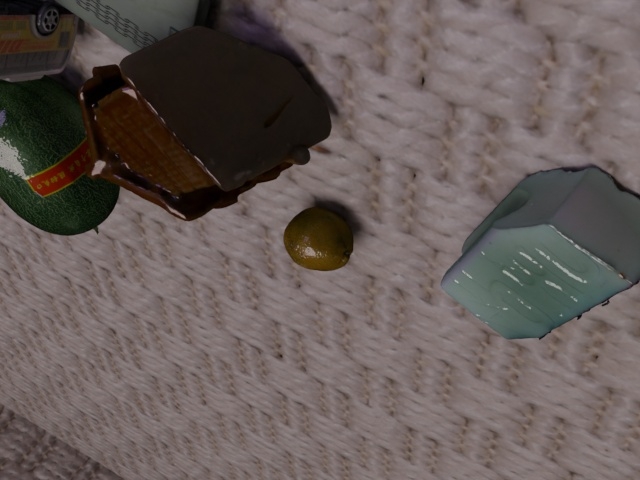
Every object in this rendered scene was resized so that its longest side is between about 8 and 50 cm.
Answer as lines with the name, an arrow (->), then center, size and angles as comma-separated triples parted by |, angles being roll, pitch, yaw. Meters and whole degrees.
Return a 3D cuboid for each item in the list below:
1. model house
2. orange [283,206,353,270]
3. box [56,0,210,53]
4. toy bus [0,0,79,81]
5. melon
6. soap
model house -> -0.149, -0.136, 1.090 | 0.229, 0.199, 0.220 | -10, 114, 53
orange -> 0.000, 0.000, 1.220 | 0.095, 0.085, 0.085 | 19, 145, 34
box -> -0.249, -0.317, 1.089 | 0.270, 0.045, 0.211 | 34, 149, 4
toy bus -> -0.404, -0.245, 1.127 | 0.092, 0.268, 0.106 | 22, 111, 18
melon -> -0.396, -0.117, 1.370 | 0.182, 0.182, 0.288 | 11, 142, 36
soap -> 0.242, 0.018, 0.999 | 0.145, 0.091, 0.230 | 36, 150, 2
